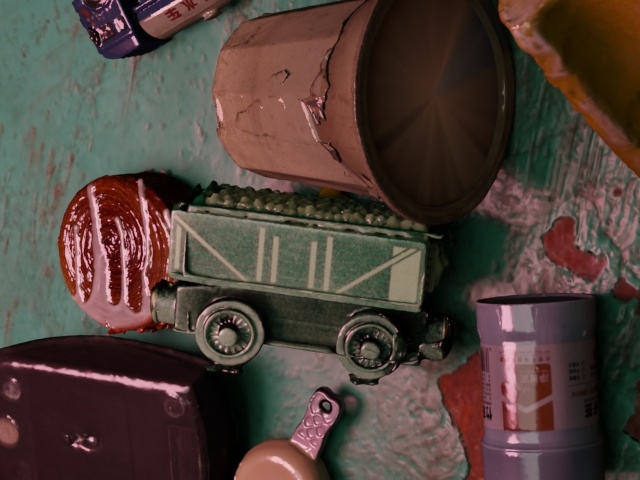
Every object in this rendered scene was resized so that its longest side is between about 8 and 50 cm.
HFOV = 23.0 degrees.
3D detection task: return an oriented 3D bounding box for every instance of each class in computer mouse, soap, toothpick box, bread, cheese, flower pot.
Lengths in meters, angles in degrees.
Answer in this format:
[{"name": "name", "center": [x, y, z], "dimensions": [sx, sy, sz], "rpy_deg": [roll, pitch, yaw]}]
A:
[{"name": "computer mouse", "center": [-0.202, 0.175, 1.517], "dimensions": [0.269, 0.100, 0.170], "rpy_deg": [7, 115, 21]}, {"name": "soap", "center": [0.289, -0.173, 1.202], "dimensions": [0.169, 0.338, 0.304], "rpy_deg": [-24, 38, 35]}, {"name": "toothpick box", "center": [0.179, 0.123, 1.287], "dimensions": [0.101, 0.101, 0.153], "rpy_deg": [-2, 93, 31]}, {"name": "bread", "center": [-0.175, 0.011, 1.506], "dimensions": [0.160, 0.073, 0.160], "rpy_deg": [3, 96, 30]}, {"name": "cheese", "center": [-0.029, 0.211, 1.450], "dimensions": [0.092, 0.047, 0.171], "rpy_deg": [14, 102, 27]}, {"name": "flower pot", "center": [0.021, -0.121, 1.309], "dimensions": [0.202, 0.212, 0.212], "rpy_deg": [4, 96, 37]}]

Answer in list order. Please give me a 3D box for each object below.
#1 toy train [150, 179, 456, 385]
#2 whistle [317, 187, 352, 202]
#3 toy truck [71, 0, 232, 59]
[{"name": "toy train", "center": [-0.013, 0.037, 1.362], "dimensions": [0.269, 0.115, 0.154], "rpy_deg": [7, 100, 9]}, {"name": "whistle", "center": [-0.004, 0.001, 1.422], "dimensions": [0.109, 0.046, 0.057], "rpy_deg": [-52, 54, 17]}, {"name": "toy truck", "center": [-0.132, -0.239, 1.464], "dimensions": [0.201, 0.074, 0.088], "rpy_deg": [-25, 90, 29]}]
